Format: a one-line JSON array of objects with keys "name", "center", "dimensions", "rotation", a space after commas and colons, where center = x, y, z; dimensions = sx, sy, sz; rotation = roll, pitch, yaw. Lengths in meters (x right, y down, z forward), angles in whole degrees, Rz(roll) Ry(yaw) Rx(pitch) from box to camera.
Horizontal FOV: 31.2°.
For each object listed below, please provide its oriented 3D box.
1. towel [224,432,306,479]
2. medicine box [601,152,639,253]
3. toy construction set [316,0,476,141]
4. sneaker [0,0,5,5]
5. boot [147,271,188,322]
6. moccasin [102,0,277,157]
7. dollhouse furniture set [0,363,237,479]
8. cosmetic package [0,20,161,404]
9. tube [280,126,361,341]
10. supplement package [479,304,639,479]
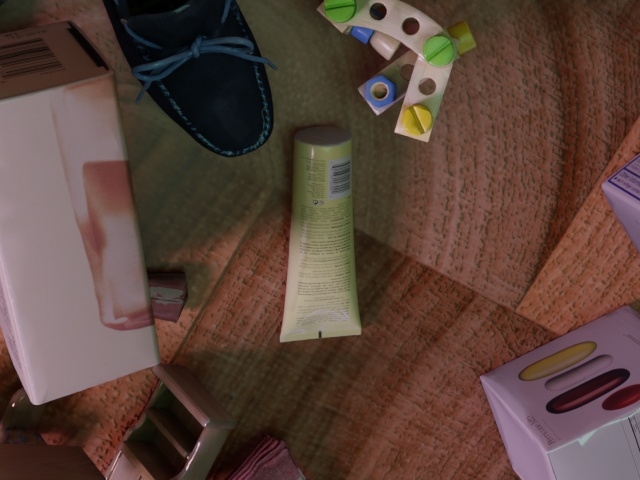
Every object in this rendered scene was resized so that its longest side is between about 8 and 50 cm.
[{"name": "towel", "center": [-0.047, 0.412, 1.292], "dimensions": [0.237, 0.037, 0.329], "rotation": [-48, 122, -30]}, {"name": "medicine box", "center": [0.501, -0.055, 1.220], "dimensions": [0.289, 0.263, 0.149], "rotation": [-37, 115, 0]}, {"name": "toy construction set", "center": [0.124, -0.276, 1.099], "dimensions": [0.215, 0.151, 0.327], "rotation": [43, 86, 0]}, {"name": "sneaker", "center": [-0.310, -0.207, 1.028], "dimensions": [0.153, 0.101, 0.268], "rotation": [-5, 108, -11]}, {"name": "boot", "center": [-0.195, 0.080, 1.201], "dimensions": [0.114, 0.037, 0.106], "rotation": [7, 105, -22]}, {"name": "moccasin", "center": [-0.148, -0.216, 1.063], "dimensions": [0.138, 0.117, 0.342], "rotation": [-33, 114, -2]}, {"name": "dollhouse furniture set", "center": [-0.232, 0.212, 1.148], "dimensions": [0.242, 0.212, 0.161], "rotation": [13, 109, -47]}, {"name": "cosmetic package", "center": [-0.239, -0.025, 1.022], "dimensions": [0.129, 0.153, 0.296], "rotation": [-16, 125, -21]}, {"name": "tube", "center": [0.000, 0.000, 1.219], "dimensions": [0.070, 0.062, 0.240], "rotation": [13, 118, 26]}, {"name": "supplement package", "center": [0.324, 0.207, 1.302], "dimensions": [0.203, 0.194, 0.149], "rotation": [-25, 113, -6]}]
